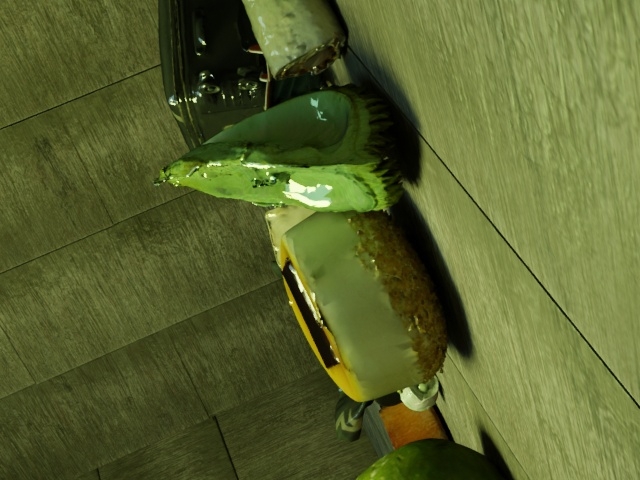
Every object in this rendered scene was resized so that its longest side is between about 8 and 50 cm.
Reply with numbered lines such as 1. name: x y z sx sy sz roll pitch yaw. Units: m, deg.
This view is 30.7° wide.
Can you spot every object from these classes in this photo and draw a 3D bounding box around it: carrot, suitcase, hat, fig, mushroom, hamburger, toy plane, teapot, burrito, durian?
1. carrot: 0.187 0.393 2.159 0.307 0.100 0.258 75 173 -69
2. suitcase: -0.165 -0.283 2.015 0.434 0.194 0.283 76 -172 -73
3. hat: 0.077 0.173 2.241 0.382 0.257 0.366 -16 -97 -57
4. fig: 0.188 0.436 1.662 0.314 0.233 0.233 60 174 13
5. mushroom: 0.000 0.000 2.042 0.151 0.156 0.285 59 -164 -69
6. hamburger: 0.063 0.074 1.553 0.276 0.179 0.294 63 171 8
7. toy plane: -0.045 -0.204 1.659 0.326 0.104 0.222 -95 -13 -52
8. teapot: 0.166 0.235 1.915 0.064 0.064 0.083 101 177 -68
9. burrito: -0.071 -0.342 1.466 0.299 0.105 0.143 63 178 14
10. durian: -0.046 -0.079 1.412 0.394 0.198 0.163 0 119 39

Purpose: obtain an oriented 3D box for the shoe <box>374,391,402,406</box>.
1. shoe: 0.111 0.174 1.967 0.098 0.103 0.274 -118 12 -48
